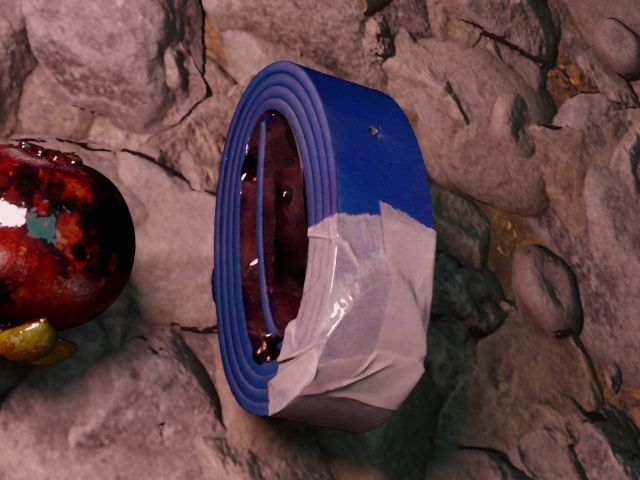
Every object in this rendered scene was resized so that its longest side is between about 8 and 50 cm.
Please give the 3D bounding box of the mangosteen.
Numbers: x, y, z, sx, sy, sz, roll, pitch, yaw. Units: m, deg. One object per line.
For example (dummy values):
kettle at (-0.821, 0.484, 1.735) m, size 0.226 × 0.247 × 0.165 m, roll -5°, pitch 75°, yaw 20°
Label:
mangosteen at (-0.243, 0.020, 1.081) m, size 0.200 × 0.200 × 0.199 m, roll 16°, pitch 61°, yaw -30°

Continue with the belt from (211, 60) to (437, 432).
belt at (0.000, 0.000, 1.227) m, size 0.117 × 0.212 × 0.346 m, roll 16°, pitch 57°, yaw -32°
